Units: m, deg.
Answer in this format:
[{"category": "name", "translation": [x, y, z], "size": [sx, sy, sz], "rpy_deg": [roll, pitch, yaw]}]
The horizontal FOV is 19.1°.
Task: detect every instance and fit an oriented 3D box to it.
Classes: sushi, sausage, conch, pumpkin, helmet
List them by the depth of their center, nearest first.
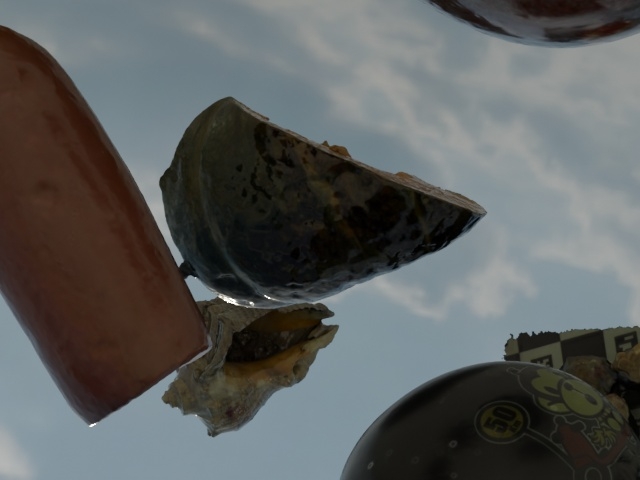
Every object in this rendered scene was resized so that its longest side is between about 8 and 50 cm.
[{"category": "sausage", "translation": [-0.166, -0.019, 1.175], "size": [0.114, 0.259, 0.113], "rpy_deg": [-29, 180, 0]}, {"category": "helmet", "translation": [0.107, 0.177, 1.391], "size": [0.279, 0.160, 0.230], "rpy_deg": [-17, -168, 34]}, {"category": "pumpkin", "translation": [0.004, 0.002, 1.591], "size": [0.278, 0.163, 0.111], "rpy_deg": [21, -173, -20]}, {"category": "sushi", "translation": [0.272, 0.154, 1.705], "size": [0.280, 0.192, 0.043], "rpy_deg": [-2, 158, 32]}, {"category": "conch", "translation": [-0.084, 0.135, 2.314], "size": [0.245, 0.163, 0.178], "rpy_deg": [-19, 168, -20]}]

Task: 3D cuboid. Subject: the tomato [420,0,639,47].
[{"category": "tomato", "translation": [0.162, -0.287, 1.289], "size": [0.317, 0.282, 0.316], "rpy_deg": [-18, -137, 17]}]
